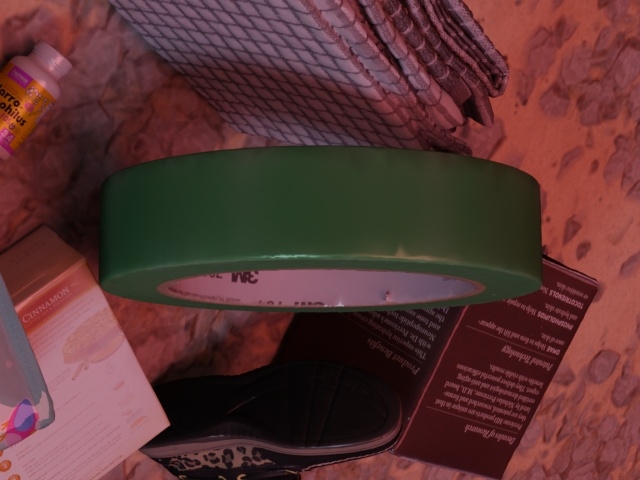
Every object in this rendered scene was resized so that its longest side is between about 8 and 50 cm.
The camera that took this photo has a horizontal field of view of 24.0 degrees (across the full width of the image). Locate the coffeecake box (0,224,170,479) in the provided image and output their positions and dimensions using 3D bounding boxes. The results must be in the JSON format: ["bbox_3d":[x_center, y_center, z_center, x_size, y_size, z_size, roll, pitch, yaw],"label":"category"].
[{"bbox_3d":[-0.216,0.106,1.138,0.142,0.068,0.185,-36,131,-19],"label":"coffeecake box"}]

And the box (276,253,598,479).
[{"bbox_3d":[0.102,0.077,1.329,0.167,0.168,0.203,21,97,-46],"label":"box"}]

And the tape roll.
[{"bbox_3d":[0.000,0.000,1.096,0.321,0.321,0.077,7,79,-43],"label":"tape roll"}]

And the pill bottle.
[{"bbox_3d":[-0.212,-0.100,1.053,0.083,0.043,0.043,-52,135,-8],"label":"pill bottle"}]

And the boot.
[{"bbox_3d":[-0.025,0.186,1.261,0.178,0.236,0.085,63,29,-44],"label":"boot"}]

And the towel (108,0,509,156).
[{"bbox_3d":[-0.017,-0.173,1.053,0.284,0.235,0.121,44,69,-46],"label":"towel"}]

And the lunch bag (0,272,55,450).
[{"bbox_3d":[-0.318,0.034,0.936,0.223,0.160,0.262,-20,96,-25],"label":"lunch bag"}]
